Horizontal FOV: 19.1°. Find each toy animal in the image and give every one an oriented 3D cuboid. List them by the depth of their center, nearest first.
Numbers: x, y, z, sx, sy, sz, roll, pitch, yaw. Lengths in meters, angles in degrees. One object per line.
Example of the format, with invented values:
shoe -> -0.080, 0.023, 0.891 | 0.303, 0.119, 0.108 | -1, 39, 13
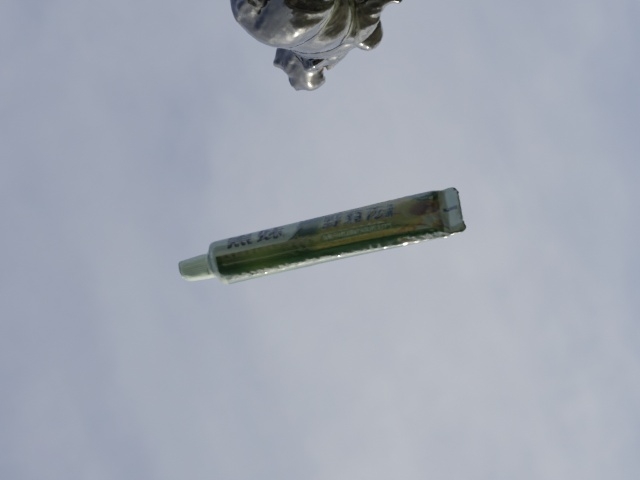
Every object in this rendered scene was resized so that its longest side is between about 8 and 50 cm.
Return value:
toy animal -> 0.005, -0.251, 2.092 | 0.106, 0.168, 0.343 | 61, -176, 13

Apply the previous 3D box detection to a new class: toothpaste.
toothpaste -> 0.000, 0.000, 1.330 | 0.049, 0.204, 0.031 | -96, -8, -49
